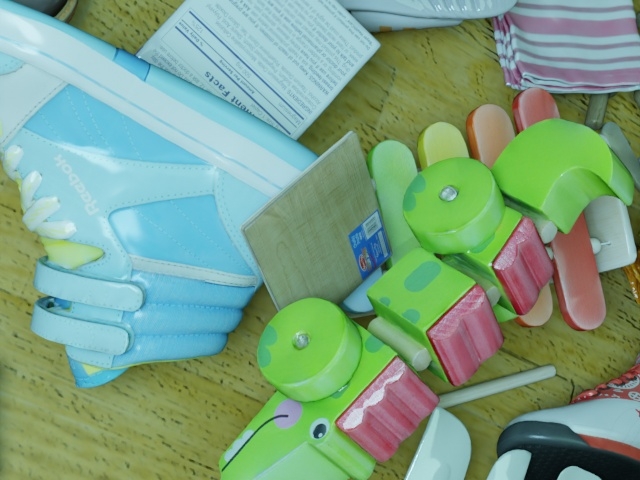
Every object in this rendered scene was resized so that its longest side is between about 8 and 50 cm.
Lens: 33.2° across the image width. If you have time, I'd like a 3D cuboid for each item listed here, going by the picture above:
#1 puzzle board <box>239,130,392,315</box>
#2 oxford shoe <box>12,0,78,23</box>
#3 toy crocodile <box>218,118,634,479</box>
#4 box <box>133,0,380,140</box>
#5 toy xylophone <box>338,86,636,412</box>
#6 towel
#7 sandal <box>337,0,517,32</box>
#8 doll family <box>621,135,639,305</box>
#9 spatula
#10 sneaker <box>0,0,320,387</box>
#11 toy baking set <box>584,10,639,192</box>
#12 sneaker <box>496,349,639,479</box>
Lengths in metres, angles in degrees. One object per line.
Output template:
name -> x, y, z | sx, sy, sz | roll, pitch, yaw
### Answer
puzzle board -> 0.000, 0.000, 0.701 | 0.096, 0.011, 0.128 | -42, 143, -17
oxford shoe -> -0.310, -0.251, 0.673 | 0.364, 0.133, 0.130 | 31, 65, -17
toy crocodile -> 0.068, 0.056, 0.707 | 0.340, 0.105, 0.115 | -45, 134, -9
box -> -0.050, -0.134, 0.790 | 0.126, 0.072, 0.137 | 43, 83, -11
toy xylophone -> 0.112, 0.016, 0.854 | 0.323, 0.081, 0.236 | -17, 86, -29
towel -> 0.222, -0.227, 0.979 | 0.144, 0.029, 0.197 | -3, 74, -18
sandal -> 0.030, -0.221, 0.880 | 0.265, 0.076, 0.102 | -1, 81, -6
doll family -> 0.345, -0.007, 0.966 | 0.263, 0.118, 0.163 | 5, 87, -40
spatula -> 0.111, 0.266, 0.799 | 0.168, 0.019, 0.242 | 26, 80, -20
sneaker -> -0.168, -0.026, 0.677 | 0.319, 0.127, 0.208 | 26, 93, -13
toy baking set -> 0.335, -0.126, 1.031 | 0.197, 0.030, 0.256 | 30, 66, -18
sneaker -> 0.268, 0.136, 0.908 | 0.270, 0.090, 0.145 | 8, 55, -13
